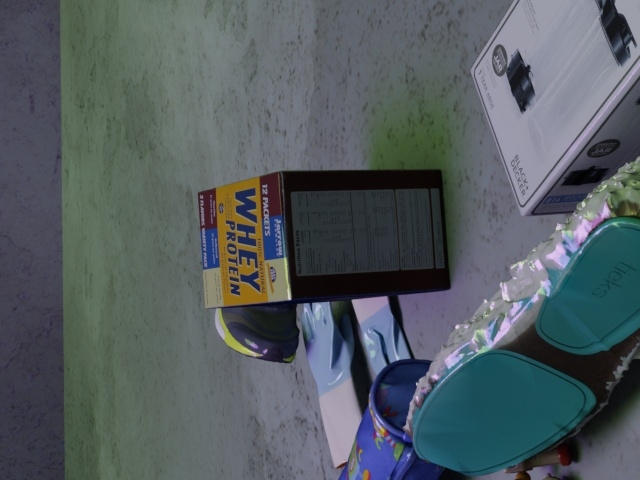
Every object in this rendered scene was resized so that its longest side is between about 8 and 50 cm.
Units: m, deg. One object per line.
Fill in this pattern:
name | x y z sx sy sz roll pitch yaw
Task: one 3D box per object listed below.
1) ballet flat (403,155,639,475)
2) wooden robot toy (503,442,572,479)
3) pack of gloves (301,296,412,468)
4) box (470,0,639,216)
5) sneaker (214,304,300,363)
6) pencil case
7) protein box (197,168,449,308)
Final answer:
ballet flat | 0.213 0.064 1.262 0.409 0.147 0.147 -53 45 47
wooden robot toy | 0.203 0.207 1.406 0.079 0.076 0.173 32 -130 -74
pack of gloves | 0.056 0.133 1.774 0.195 0.046 0.232 -40 57 47
box | 0.238 -0.164 1.212 0.290 0.087 0.169 119 142 -53
sneaker | -0.073 0.038 1.918 0.300 0.111 0.121 -101 28 -48
pencil case | 0.077 0.270 1.610 0.133 0.119 0.306 -82 7 -50
protein box | 0.000 0.000 1.625 0.200 0.201 0.136 -9 84 59
